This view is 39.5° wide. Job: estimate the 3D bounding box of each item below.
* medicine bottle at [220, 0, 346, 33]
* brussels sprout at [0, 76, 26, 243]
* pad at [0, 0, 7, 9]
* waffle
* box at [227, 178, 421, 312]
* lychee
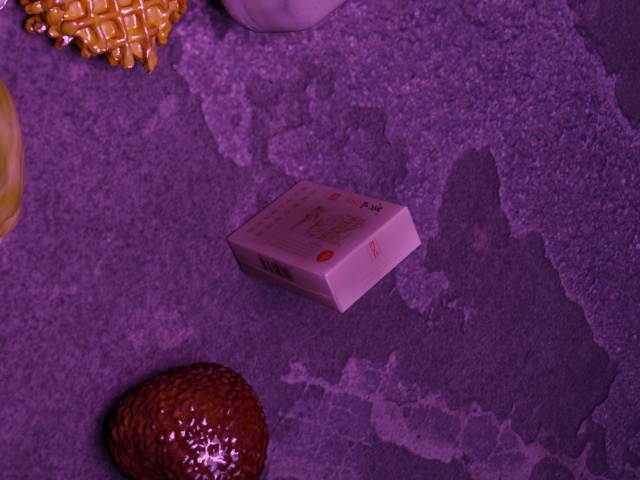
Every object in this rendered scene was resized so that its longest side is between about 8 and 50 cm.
[{"bbox_3d":[0.010,-0.403,0.952,0.375,0.123,0.282,-47,129,-31],"label":"medicine bottle"},{"bbox_3d":[-0.366,-0.080,0.673,0.227,0.259,0.294,-57,132,-19],"label":"brussels sprout"},{"bbox_3d":[-0.338,-0.332,0.732,0.265,0.009,0.159,35,80,-27],"label":"pad"},{"bbox_3d":[-0.210,-0.275,0.874,0.193,0.070,0.197,13,93,-43],"label":"waffle"},{"bbox_3d":[0.000,0.000,1.061,0.141,0.201,0.058,-40,123,-26],"label":"box"},{"bbox_3d":[-0.145,0.233,1.030,0.194,0.194,0.194,-15,115,-37],"label":"lychee"}]
